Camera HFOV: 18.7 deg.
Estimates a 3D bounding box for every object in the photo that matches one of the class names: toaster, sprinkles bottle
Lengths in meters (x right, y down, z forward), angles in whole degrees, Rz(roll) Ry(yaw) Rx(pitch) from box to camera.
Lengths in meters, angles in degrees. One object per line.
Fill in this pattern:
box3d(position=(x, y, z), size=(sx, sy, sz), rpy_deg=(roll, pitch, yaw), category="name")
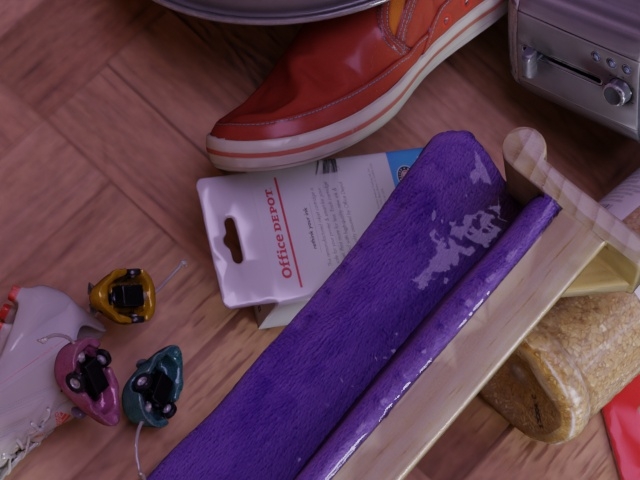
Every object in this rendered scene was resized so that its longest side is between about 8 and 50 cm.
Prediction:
box3d(position=(0.242, -0.180, 1.473), size=(0.146, 0.129, 0.227), rpy_deg=(23, 50, 28), category="toaster")
box3d(position=(0.259, 0.001, 1.434), size=(0.355, 0.121, 0.121), rpy_deg=(-38, 82, -24), category="sprinkles bottle")

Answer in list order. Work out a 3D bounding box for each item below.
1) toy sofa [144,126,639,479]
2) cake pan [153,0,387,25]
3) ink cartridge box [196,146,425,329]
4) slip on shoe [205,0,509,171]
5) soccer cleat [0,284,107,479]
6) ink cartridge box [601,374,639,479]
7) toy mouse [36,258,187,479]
box3d(position=(0.036, 0.091, 1.246), size=(0.177, 0.150, 0.362), rpy_deg=(41, 88, 11), category="toy sofa")
box3d(position=(-0.024, -0.271, 1.428), size=(0.293, 0.054, 0.293), rpy_deg=(-4, 46, 4), category="cake pan")
box3d(position=(0.000, 0.000, 1.395), size=(0.180, 0.060, 0.104), rpy_deg=(-8, 72, -18), category="ink cartridge box")
box3d(position=(0.030, -0.156, 1.423), size=(0.331, 0.123, 0.101), rpy_deg=(-42, 121, -30), category="slip on shoe")
box3d(position=(-0.204, 0.119, 1.291), size=(0.076, 0.068, 0.196), rpy_deg=(25, 62, -8), category="soccer cleat")
box3d(position=(0.361, 0.201, 1.413), size=(0.261, 0.066, 0.296), rpy_deg=(-7, 71, -18), category="ink cartridge box")
box3d(position=(-0.138, 0.091, 1.307), size=(0.161, 0.031, 0.143), rpy_deg=(-9, 91, -58), category="toy mouse")
